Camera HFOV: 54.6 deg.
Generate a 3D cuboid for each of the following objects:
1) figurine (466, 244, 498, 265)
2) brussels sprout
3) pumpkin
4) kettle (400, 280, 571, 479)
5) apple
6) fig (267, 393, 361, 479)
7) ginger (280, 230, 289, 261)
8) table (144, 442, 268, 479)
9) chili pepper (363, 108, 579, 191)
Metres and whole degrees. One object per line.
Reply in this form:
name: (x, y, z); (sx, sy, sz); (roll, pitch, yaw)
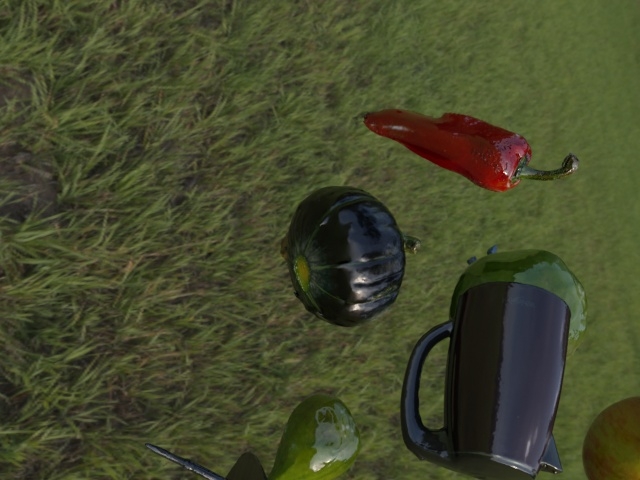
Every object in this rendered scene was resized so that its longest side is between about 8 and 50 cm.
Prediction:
figurine: (0.367, 0.095, 1.222); (0.178, 0.114, 0.144); (60, 26, 1)
brussels sprout: (0.332, 0.126, 1.038); (0.244, 0.244, 0.244); (28, 56, -53)
pumpkin: (0.071, 0.022, 1.312); (0.296, 0.296, 0.295); (28, 56, -53)
kettle: (0.210, 0.180, 0.790); (0.144, 0.202, 0.232); (82, 23, -57)
apple: (0.763, 0.509, 1.414); (0.302, 0.302, 0.301); (28, 56, -53)
fig: (-0.042, 0.565, 1.732); (0.233, 0.314, 0.233); (-22, 90, -84)
ginger: (0.000, 0.000, 1.613); (0.172, 0.321, 0.165); (11, 76, -46)
table: (-0.258, 0.579, 1.223); (0.249, 0.317, 0.317); (26, 56, -31)
chili pepper: (0.239, -0.162, 1.066); (0.110, 0.388, 0.110); (-36, 141, -37)
